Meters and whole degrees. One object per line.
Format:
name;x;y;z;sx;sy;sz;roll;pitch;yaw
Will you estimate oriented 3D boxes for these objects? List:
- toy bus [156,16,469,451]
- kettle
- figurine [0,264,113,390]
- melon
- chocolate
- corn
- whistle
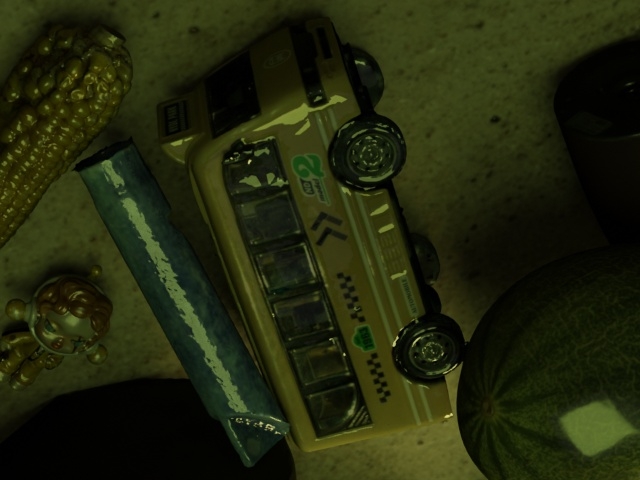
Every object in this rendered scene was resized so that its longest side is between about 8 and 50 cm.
toy bus;0.000;0.000;1.560;0.202;0.177;0.365;-17;119;3
kettle;0.328;-0.067;1.620;0.202;0.144;0.232;-41;130;-21
figurine;-0.247;0.087;1.630;0.101;0.068;0.143;11;127;-11
melon;0.257;0.122;1.503;0.302;0.237;0.237;-10;122;-34
chocolate;-0.155;0.328;1.619;0.314;0.326;0.297;10;122;34
corn;-0.274;-0.065;1.528;0.097;0.097;0.320;33;109;-23
whistle;-0.118;0.056;1.523;0.062;0.062;0.304;-27;103;5
